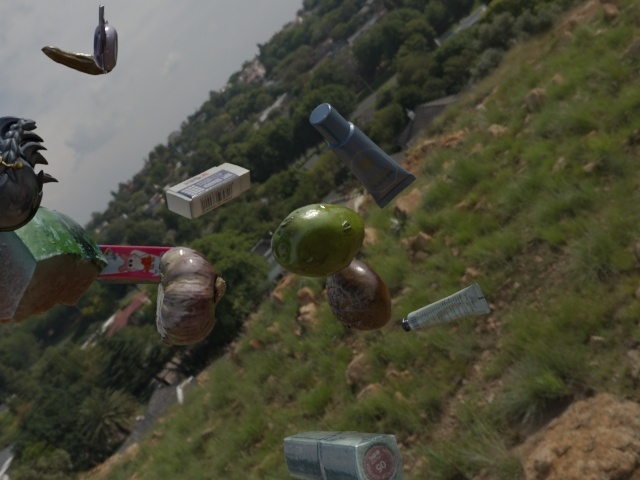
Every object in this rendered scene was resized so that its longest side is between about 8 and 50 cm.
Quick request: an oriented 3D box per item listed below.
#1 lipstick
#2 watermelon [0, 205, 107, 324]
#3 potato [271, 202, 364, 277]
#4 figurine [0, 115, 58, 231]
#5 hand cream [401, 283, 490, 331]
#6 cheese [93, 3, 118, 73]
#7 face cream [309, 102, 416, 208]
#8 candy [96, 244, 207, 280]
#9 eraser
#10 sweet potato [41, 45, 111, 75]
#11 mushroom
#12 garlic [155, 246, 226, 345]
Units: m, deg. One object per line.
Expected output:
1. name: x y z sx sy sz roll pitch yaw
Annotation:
1. lipstick: 0.023 0.347 0.951 0.076 0.077 0.290 -7 -12 -28
2. watermelon: -0.690 0.073 1.519 0.264 0.151 0.302 -4 -70 -74
3. potato: 0.000 0.000 1.478 0.253 0.186 0.148 -21 5 -26
4. figurine: -0.656 -0.149 1.220 0.175 0.265 0.197 -9 -10 -11
5. hand cream: 0.310 0.180 1.504 0.234 0.080 0.050 -25 2 33
6. cheese: -0.429 -0.390 1.181 0.191 0.042 0.105 -165 79 -76
7. face cream: 0.114 -0.229 1.623 0.135 0.385 0.086 -42 40 12
8. candy: -0.494 0.075 1.701 0.157 0.306 0.100 61 -148 -79
9. eraser: -0.373 -0.171 2.010 0.124 0.081 0.279 20 38 32
10. sweet potato: -0.652 -0.481 1.589 0.053 0.182 0.054 -45 53 38
11. mushroom: 0.122 0.180 1.919 0.153 0.253 0.253 -33 8 -33
12. garlic: -0.305 0.130 1.404 0.245 0.161 0.245 180 90 -68
